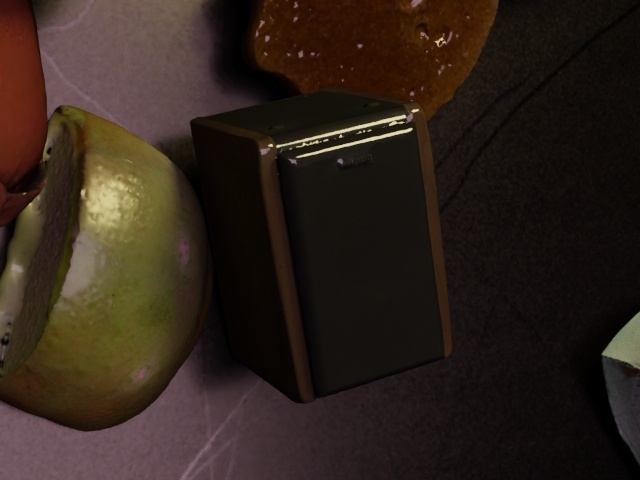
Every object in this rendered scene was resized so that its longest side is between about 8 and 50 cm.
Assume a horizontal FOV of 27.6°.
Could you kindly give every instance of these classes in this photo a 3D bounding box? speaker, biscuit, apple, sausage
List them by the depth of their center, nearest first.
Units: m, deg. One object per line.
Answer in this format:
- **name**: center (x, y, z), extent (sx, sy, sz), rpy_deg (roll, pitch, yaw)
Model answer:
- **sausage**: center (-0.298, -0.140, 1.047), extent (0.152, 0.152, 0.279), rpy_deg (-8, 89, -23)
- **apple**: center (-0.166, 0.034, 1.109), extent (0.193, 0.120, 0.265), rpy_deg (21, 79, -31)
- **speaker**: center (0.000, 0.000, 1.122), extent (0.153, 0.192, 0.230), rpy_deg (-16, 107, -23)
- **biscuit**: center (0.052, -0.231, 1.214), extent (0.257, 0.049, 0.273), rpy_deg (29, 90, -31)

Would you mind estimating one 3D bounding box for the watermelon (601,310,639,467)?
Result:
- **watermelon**: center (0.462, 0.176, 1.289), extent (0.290, 0.213, 0.320), rpy_deg (-23, 82, -13)
